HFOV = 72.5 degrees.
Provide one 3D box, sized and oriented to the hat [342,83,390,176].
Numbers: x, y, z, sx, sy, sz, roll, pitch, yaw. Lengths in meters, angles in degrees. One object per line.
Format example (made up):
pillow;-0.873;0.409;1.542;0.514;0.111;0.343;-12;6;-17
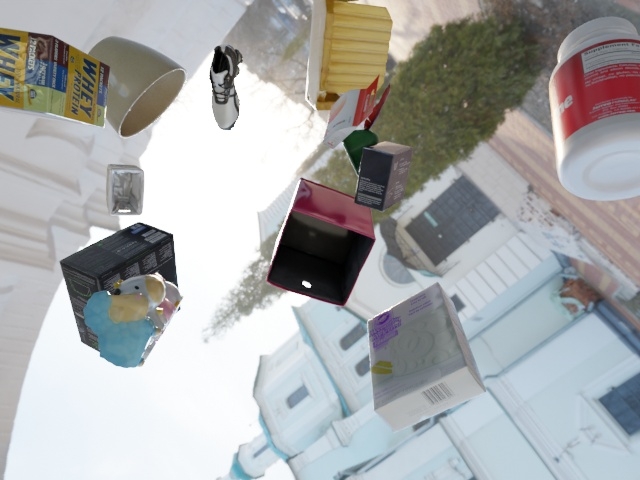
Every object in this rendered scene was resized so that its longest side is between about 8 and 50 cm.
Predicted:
hat;0.163;-0.298;1.287;0.208;0.183;0.173;36;-148;-71

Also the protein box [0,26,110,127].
protein box;-0.565;-0.315;0.858;0.201;0.136;0.200;9;-173;1

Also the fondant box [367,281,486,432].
fondant box;0.244;0.278;1.096;0.096;0.238;0.330;50;-161;-19

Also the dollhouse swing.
dollhouse swing;0.123;-0.619;1.441;0.304;0.347;0.315;1;-153;-13

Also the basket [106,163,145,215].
basket;-0.685;-0.180;1.524;0.113;0.167;0.103;-3;-158;-35

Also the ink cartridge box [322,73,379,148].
ink cartridge box;0.077;-0.341;1.139;0.045;0.179;0.145;25;-122;-20

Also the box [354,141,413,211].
box;0.176;-0.181;1.209;0.093;0.158;0.156;20;-154;25

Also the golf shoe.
golf shoe;-0.237;-0.363;1.039;0.077;0.198;0.094;5;-169;12

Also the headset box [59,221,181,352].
headset box;-0.510;0.135;1.158;0.131;0.283;0.246;18;-146;21

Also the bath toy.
bath toy;-0.357;0.129;0.871;0.129;0.151;0.348;27;176;-10

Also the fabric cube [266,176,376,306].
fabric cube;0.000;0.000;1.338;0.254;0.259;0.258;18;-154;-8

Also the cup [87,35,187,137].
cup;-0.671;-0.561;1.526;0.237;0.331;0.331;43;-163;-11

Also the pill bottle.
pill bottle;0.658;-0.314;1.005;0.229;0.229;0.408;35;-126;-34
